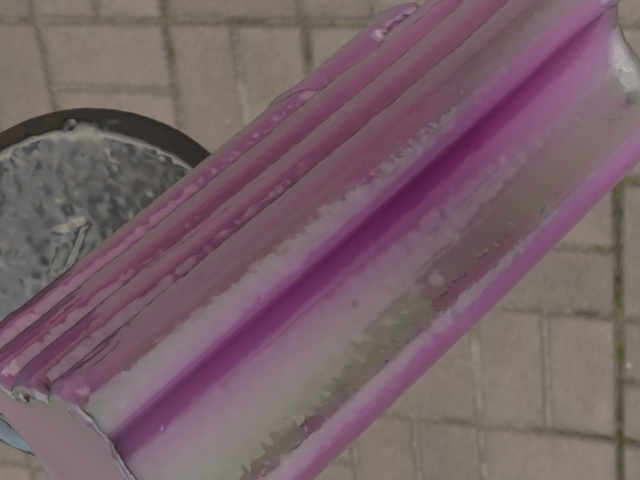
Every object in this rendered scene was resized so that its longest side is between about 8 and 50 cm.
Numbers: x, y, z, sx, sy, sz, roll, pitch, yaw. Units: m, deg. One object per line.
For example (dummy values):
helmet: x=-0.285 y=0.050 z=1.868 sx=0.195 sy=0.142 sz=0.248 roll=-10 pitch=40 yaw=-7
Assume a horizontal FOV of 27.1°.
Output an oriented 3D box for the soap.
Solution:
soap: x=0.000 y=0.000 z=0.396 sx=0.065 sy=0.203 sz=0.122 roll=57 pitch=156 yaw=-17

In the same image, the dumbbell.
dumbbell: x=-0.137 y=0.021 z=0.877 sx=0.204 sy=0.322 sz=0.204 roll=0 pitch=92 yaw=-5
